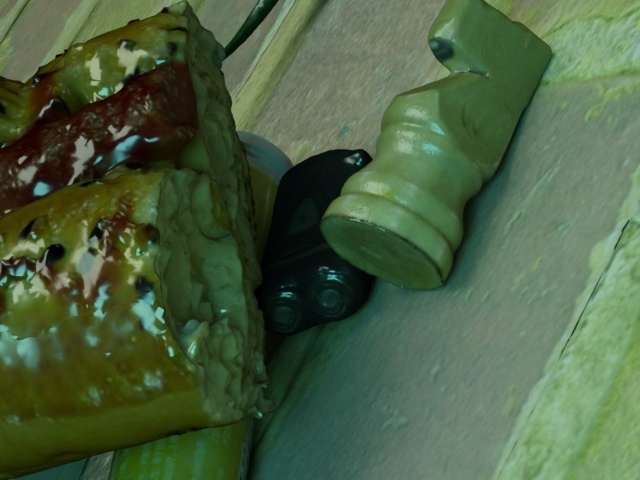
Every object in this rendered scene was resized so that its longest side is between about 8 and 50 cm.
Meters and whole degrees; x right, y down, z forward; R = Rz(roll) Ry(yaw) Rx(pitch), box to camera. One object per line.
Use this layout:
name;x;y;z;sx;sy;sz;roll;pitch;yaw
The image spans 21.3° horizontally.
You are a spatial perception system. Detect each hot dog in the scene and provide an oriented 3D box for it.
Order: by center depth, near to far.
hot dog;-0.238;0.010;1.134;0.365;0.196;0.367;-18;40;9

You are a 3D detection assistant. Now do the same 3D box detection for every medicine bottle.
medicine bottle;-0.088;0.097;1.187;0.108;0.108;0.426;-36;30;33

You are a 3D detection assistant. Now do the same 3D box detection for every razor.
razor;0.000;0.000;1.211;0.090;0.054;0.148;-17;37;23

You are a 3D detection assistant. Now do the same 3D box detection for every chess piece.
chess piece;0.083;-0.071;1.136;0.090;0.090;0.200;-7;49;57

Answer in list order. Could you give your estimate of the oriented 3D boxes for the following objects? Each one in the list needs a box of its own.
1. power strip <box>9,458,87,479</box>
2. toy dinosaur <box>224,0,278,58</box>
power strip;-0.339;0.190;1.316;0.141;0.261;0.229;-26;36;43
toy dinosaur;0.074;-0.346;1.537;0.301;0.087;0.447;-5;54;50
